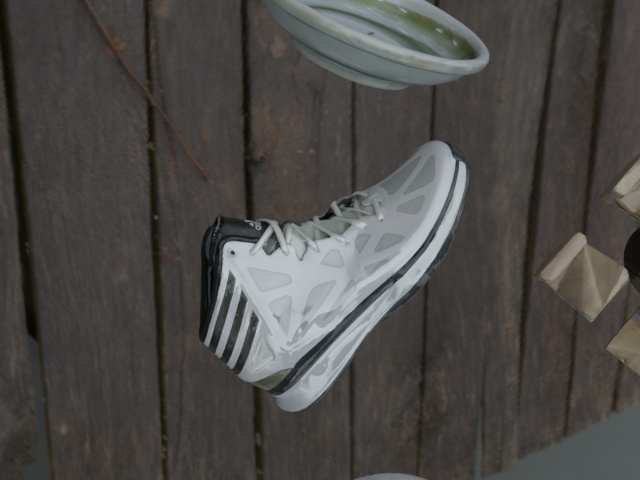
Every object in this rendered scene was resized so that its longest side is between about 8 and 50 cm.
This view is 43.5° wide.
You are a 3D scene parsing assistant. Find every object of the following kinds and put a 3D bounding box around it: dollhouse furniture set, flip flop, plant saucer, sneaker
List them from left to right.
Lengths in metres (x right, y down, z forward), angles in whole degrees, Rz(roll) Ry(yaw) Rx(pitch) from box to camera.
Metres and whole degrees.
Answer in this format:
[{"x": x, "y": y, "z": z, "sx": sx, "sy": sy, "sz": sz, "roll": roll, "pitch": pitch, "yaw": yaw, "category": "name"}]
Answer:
[{"x": 0.000, "y": 0.001, "z": 1.100, "sx": 0.257, "sy": 0.169, "sz": 0.447, "roll": 37, "pitch": 89, "yaw": -23, "category": "sneaker"}, {"x": 0.066, "y": -0.331, "z": 1.269, "sx": 0.400, "sy": 0.400, "sz": 0.100, "roll": 0, "pitch": 128, "yaw": -36, "category": "plant saucer"}, {"x": 0.573, "y": -0.017, "z": 1.296, "sx": 0.080, "sy": 0.112, "sz": 0.277, "roll": -5, "pitch": 125, "yaw": -18, "category": "flip flop"}, {"x": 0.526, "y": 0.019, "z": 0.995, "sx": 0.394, "sy": 0.362, "sz": 0.256, "roll": -51, "pitch": 169, "yaw": 5, "category": "dollhouse furniture set"}]

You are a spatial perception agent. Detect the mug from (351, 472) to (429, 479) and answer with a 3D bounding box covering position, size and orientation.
[{"x": 0.086, "y": 0.357, "z": 0.665, "sx": 0.276, "sy": 0.328, "sz": 0.374, "roll": -45, "pitch": 111, "yaw": -12, "category": "mug"}]
